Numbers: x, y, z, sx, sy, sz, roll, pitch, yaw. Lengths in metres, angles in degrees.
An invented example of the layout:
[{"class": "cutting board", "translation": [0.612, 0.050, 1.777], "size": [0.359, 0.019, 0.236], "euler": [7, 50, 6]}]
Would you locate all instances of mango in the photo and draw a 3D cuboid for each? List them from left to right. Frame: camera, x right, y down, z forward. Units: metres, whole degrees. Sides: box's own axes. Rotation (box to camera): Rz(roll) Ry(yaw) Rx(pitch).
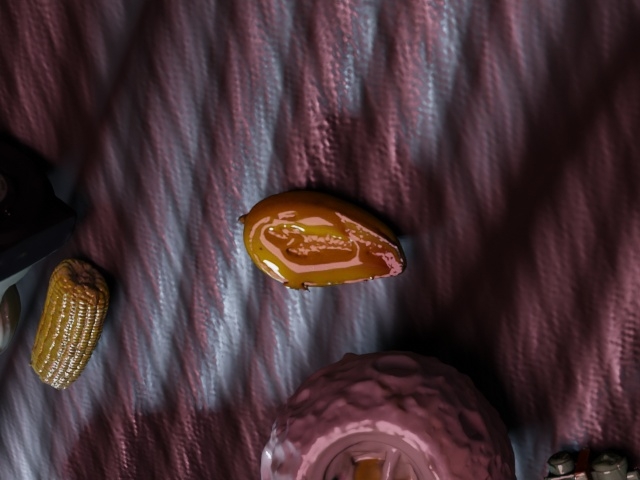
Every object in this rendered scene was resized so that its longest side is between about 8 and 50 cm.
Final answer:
[{"class": "mango", "translation": [0.000, 0.000, 1.239], "size": [0.188, 0.066, 0.101], "euler": [8, 108, 19]}]

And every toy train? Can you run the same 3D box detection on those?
[{"class": "toy train", "translation": [0.293, 0.291, 1.223], "size": [0.118, 0.074, 0.175], "euler": [-14, 101, 22]}]

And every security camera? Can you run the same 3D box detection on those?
[{"class": "security camera", "translation": [-0.426, 0.030, 1.407], "size": [0.191, 0.197, 0.277], "euler": [38, 132, 16]}]

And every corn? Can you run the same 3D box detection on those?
[{"class": "corn", "translation": [-0.301, 0.101, 1.440], "size": [0.085, 0.063, 0.165], "euler": [32, 124, 8]}]

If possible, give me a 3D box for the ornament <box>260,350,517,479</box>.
[{"class": "ornament", "translation": [0.068, 0.235, 1.210], "size": [0.260, 0.225, 0.259], "euler": [0, 89, 12]}]
